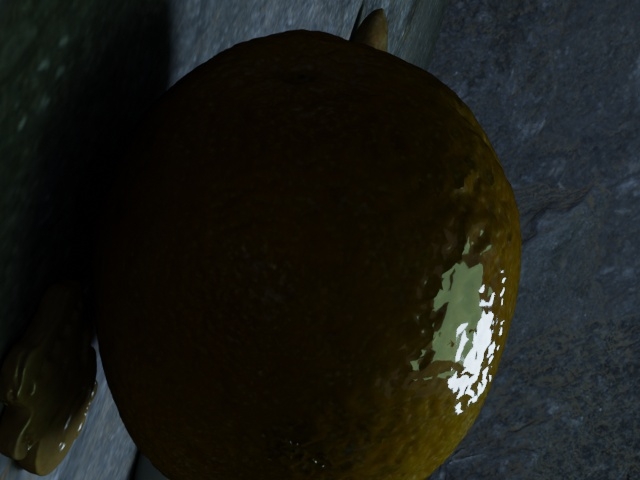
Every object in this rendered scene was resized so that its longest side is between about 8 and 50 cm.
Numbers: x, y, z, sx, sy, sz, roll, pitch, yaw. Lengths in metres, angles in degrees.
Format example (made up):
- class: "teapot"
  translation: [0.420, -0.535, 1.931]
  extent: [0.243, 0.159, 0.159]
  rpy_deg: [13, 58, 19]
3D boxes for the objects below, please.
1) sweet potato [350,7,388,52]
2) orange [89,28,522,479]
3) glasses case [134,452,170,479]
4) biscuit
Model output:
- class: "sweet potato"
  translation: [0.054, -0.184, 1.696]
  extent: [0.341, 0.092, 0.114]
  rpy_deg: [-71, 156, -14]
- class: "orange"
  translation: [-0.014, 0.036, 0.823]
  extent: [0.322, 0.322, 0.356]
  rpy_deg: [-62, 163, -55]
- class: "glasses case"
  translation: [-0.143, 0.194, 1.196]
  extent: [0.049, 0.074, 0.193]
  rpy_deg: [-2, 109, -79]
- class: "biscuit"
  translation: [-0.194, 0.109, 0.813]
  extent: [0.133, 0.027, 0.184]
  rpy_deg: [-66, 171, -47]
